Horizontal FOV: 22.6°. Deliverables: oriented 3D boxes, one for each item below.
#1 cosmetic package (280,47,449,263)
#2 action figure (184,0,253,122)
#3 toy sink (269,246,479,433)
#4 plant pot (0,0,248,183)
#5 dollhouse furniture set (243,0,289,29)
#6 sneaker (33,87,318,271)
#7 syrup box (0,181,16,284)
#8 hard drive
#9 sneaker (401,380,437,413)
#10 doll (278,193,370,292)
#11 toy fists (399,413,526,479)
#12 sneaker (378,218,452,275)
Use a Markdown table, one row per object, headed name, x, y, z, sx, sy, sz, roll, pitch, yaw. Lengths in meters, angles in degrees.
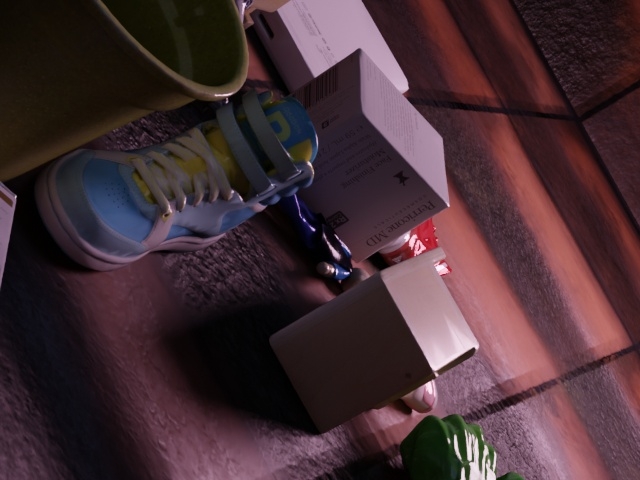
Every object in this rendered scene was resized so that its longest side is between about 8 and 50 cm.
| name | x | y | z | sx | sy | sz | roll | pitch | yaw |
| --- | --- | --- | --- | --- | --- | --- | --- | --- | --- |
| cosmetic package | 0.047 | -0.105 | 2.005 | 0.183 | 0.151 | 0.151 | 44 | 27 | -29 |
| action figure | -0.170 | -0.249 | 1.677 | 0.330 | 0.178 | 0.341 | -17 | 63 | -48 |
| toy sink | 0.074 | 0.111 | 1.789 | 0.131 | 0.153 | 0.234 | 60 | 21 | 4 |
| plant pot | -0.245 | -0.176 | 1.351 | 0.276 | 0.254 | 0.276 | 46 | 25 | -29 |
| dollhouse furniture set | -0.134 | -0.315 | 1.896 | 0.123 | 0.151 | 0.144 | 62 | 20 | 10 |
| sneaker | -0.122 | -0.072 | 1.535 | 0.127 | 0.208 | 0.319 | 62 | 23 | 5 |
| syrup box | -0.299 | 0.036 | 1.178 | 0.096 | 0.093 | 0.237 | 43 | 27 | -32 |
| hard drive | -0.002 | -0.305 | 2.296 | 0.233 | 0.047 | 0.353 | 61 | 23 | 6 |
| sneaker | 0.101 | 0.140 | 1.938 | 0.070 | 0.051 | 0.134 | 33 | 37 | -56 |
| doll | 0.000 | 0.000 | 1.911 | 0.189 | 0.046 | 0.129 | 54 | 13 | -28 |
| toy fists | 0.185 | 0.311 | 1.845 | 0.279 | 0.096 | 0.142 | 46 | 35 | -31 |
| sneaker | 0.124 | -0.019 | 2.177 | 0.128 | 0.087 | 0.221 | 57 | 33 | -27 |
